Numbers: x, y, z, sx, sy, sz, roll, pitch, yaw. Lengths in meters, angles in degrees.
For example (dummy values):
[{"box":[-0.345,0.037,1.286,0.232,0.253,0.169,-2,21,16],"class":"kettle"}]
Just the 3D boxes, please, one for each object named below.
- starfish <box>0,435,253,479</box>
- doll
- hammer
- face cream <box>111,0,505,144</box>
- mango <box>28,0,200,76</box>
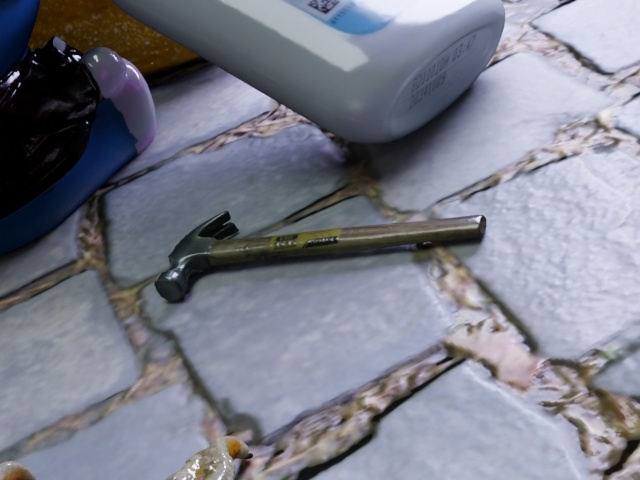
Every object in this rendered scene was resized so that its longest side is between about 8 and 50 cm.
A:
[{"box":[-0.079,0.141,0.398,0.138,0.050,0.247,-22,34,-1],"class":"starfish"},{"box":[-0.273,-0.138,0.694,0.284,0.310,0.240,-8,37,24],"class":"doll"},{"box":[0.000,0.000,0.589,0.182,0.017,0.062,-7,35,23],"class":"hammer"},{"box":[-0.056,-0.180,0.703,0.337,0.080,0.163,33,48,22],"class":"face cream"},{"box":[-0.187,-0.219,0.884,0.350,0.201,0.199,0,67,20],"class":"mango"}]
